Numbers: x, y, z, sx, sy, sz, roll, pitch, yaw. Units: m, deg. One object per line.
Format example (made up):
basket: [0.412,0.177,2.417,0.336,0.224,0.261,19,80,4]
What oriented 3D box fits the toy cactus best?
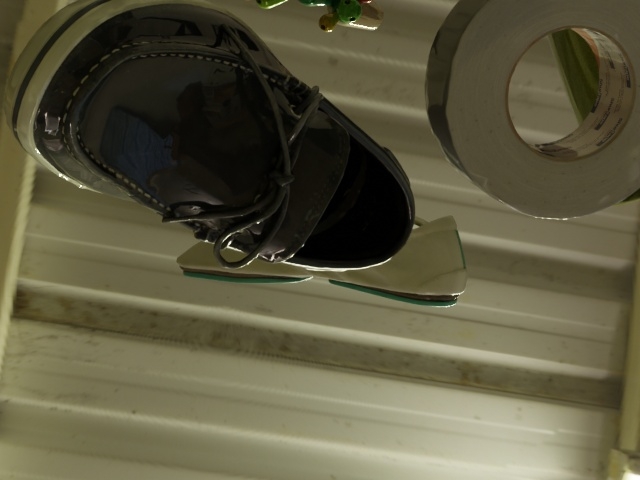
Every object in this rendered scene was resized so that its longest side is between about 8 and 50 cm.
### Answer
toy cactus: [0.005,-0.310,1.302,0.181,0.219,0.112,12,-82,-43]

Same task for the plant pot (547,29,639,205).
plant pot: [0.435,-0.287,1.322,0.367,0.366,0.353,-25,-104,-6]

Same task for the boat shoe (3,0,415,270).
boat shoe: [-0.060,-0.076,0.934,0.156,0.500,0.186,38,-82,31]

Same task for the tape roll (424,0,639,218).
tape roll: [0.205,-0.132,0.921,0.219,0.072,0.219,-3,-74,-10]

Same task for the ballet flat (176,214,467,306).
ballet flat: [0.000,0.000,1.380,0.400,0.139,0.139,5,-94,23]
